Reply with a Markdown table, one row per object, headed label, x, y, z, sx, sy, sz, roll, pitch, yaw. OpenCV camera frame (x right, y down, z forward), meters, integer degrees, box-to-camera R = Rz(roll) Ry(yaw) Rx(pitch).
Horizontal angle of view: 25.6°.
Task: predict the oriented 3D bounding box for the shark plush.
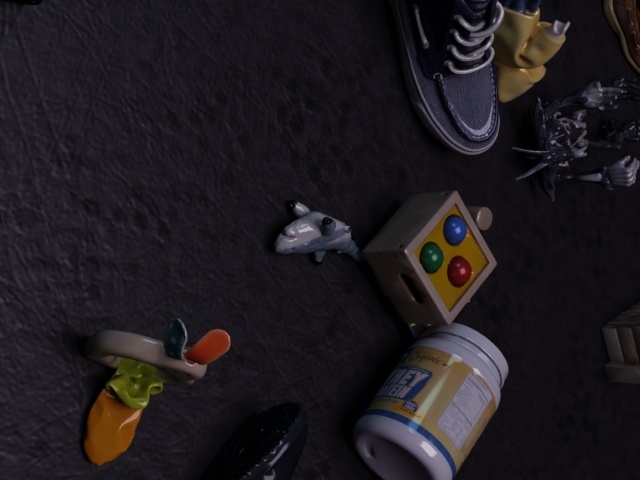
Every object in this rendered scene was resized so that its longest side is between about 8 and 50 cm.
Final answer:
| label | x | y | z | sx | sy | sz | roll | pitch | yaw |
| --- | --- | --- | --- | --- | --- | --- | --- | --- | --- |
| shark plush | 0.000 | 0.000 | 1.802 | 0.161 | 0.073 | 0.067 | 19 | 96 | -62 |

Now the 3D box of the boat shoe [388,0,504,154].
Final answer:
| label | x | y | z | sx | sy | sz | roll | pitch | yaw |
| --- | --- | --- | --- | --- | --- | --- | --- | --- | --- |
| boat shoe | 0.183 | -0.269 | 1.864 | 0.127 | 0.158 | 0.340 | -29 | 107 | -20 |

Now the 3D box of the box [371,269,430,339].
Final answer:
| label | x | y | z | sx | sy | sz | roll | pitch | yaw |
| --- | --- | --- | --- | --- | --- | --- | --- | --- | --- |
| box | 0.147 | 0.044 | 1.932 | 0.162 | 0.029 | 0.116 | -43 | 117 | -35 |

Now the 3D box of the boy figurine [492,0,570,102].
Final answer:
| label | x | y | z | sx | sy | sz | roll | pitch | yaw |
| --- | --- | --- | --- | --- | --- | --- | --- | --- | --- |
| boy figurine | 0.271 | -0.305 | 1.948 | 0.092 | 0.177 | 0.285 | -45 | 142 | -25 |

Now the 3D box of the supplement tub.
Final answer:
| label | x | y | z | sx | sy | sz | roll | pitch | yaw |
| --- | --- | --- | --- | --- | --- | --- | --- | --- | --- |
| supplement tub | 0.148 | 0.220 | 1.853 | 0.200 | 0.144 | 0.144 | -53 | 122 | -30 |

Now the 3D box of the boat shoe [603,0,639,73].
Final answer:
| label | x | y | z | sx | sy | sz | roll | pitch | yaw |
| --- | --- | --- | --- | --- | --- | --- | --- | --- | --- |
| boat shoe | 0.518 | -0.330 | 2.256 | 0.178 | 0.060 | 0.064 | 52 | 57 | -30 |

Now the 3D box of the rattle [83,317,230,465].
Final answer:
| label | x | y | z | sx | sy | sz | roll | pitch | yaw |
| --- | --- | --- | --- | --- | --- | --- | --- | --- | --- |
| rattle | -0.186 | 0.162 | 1.506 | 0.130 | 0.199 | 0.143 | 48 | 59 | -31 |

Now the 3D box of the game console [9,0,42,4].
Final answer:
| label | x | y | z | sx | sy | sz | roll | pitch | yaw |
| --- | --- | --- | --- | --- | --- | --- | --- | --- | --- |
| game console | -0.267 | -0.355 | 1.546 | 0.361 | 0.044 | 0.213 | 5 | 88 | -42 |

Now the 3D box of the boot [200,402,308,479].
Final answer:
| label | x | y | z | sx | sy | sz | roll | pitch | yaw |
| --- | --- | --- | --- | --- | --- | --- | --- | --- | --- |
| boot | -0.056 | 0.347 | 1.694 | 0.246 | 0.094 | 0.207 | -50 | 118 | -23 |

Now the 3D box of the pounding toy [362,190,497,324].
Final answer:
| label | x | y | z | sx | sy | sz | roll | pitch | yaw |
| --- | --- | --- | --- | --- | --- | --- | --- | --- | --- |
| pounding toy | 0.185 | 0.019 | 1.883 | 0.206 | 0.094 | 0.181 | -48 | 118 | -31 |

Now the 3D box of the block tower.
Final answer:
| label | x | y | z | sx | sy | sz | roll | pitch | yaw |
| --- | --- | --- | --- | --- | --- | --- | --- | --- | --- |
| block tower | 0.588 | 0.123 | 2.298 | 0.335 | 0.091 | 0.097 | -29 | 108 | -40 |

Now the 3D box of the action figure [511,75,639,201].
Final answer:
| label | x | y | z | sx | sy | sz | roll | pitch | yaw |
| --- | --- | --- | --- | --- | --- | --- | --- | --- | --- |
| action figure | 0.403 | -0.161 | 2.098 | 0.275 | 0.141 | 0.164 | -31 | 112 | -42 |
